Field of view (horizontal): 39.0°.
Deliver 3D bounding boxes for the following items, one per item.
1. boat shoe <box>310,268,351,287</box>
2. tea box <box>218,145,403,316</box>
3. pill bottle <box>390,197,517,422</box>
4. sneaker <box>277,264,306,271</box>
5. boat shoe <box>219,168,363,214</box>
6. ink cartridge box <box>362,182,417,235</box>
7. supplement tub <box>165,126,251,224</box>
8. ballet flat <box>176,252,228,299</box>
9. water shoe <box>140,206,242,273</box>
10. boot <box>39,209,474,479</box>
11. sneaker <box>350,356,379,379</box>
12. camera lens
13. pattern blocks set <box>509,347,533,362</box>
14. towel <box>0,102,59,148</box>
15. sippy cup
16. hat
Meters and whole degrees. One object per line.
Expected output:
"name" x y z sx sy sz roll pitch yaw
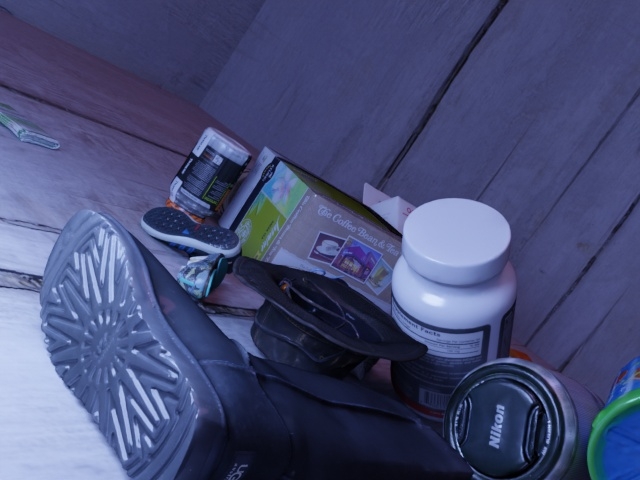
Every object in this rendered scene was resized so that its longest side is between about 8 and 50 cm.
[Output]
"boat shoe" -0.012 0.102 1.636 0.089 0.109 0.258 41 14 4
"tea box" 0.000 0.000 1.979 0.329 0.220 0.323 29 9 -30
"pill bottle" 0.225 0.122 1.541 0.210 0.363 0.210 -2 39 1
"sneaker" -0.023 0.111 1.777 0.192 0.064 0.086 23 22 -29
"boat shoe" -0.045 -0.058 2.229 0.500 0.187 0.156 19 4 -32
"ink cartridge box" 0.203 0.033 2.202 0.119 0.353 0.207 -18 -31 38
"supplement tub" -0.241 -0.133 1.912 0.117 0.190 0.117 34 7 -5
"ballet flat" -0.195 0.050 1.474 0.070 0.070 0.188 34 4 0
"water shoe" -0.234 0.005 1.608 0.203 0.080 0.073 20 46 22
"boot" -0.063 0.155 1.019 0.445 0.146 0.367 20 25 -45
"sneaker" 0.052 0.184 1.623 0.115 0.090 0.232 28 -2 10
"camera lens" 0.344 0.315 1.463 0.219 0.219 0.274 40 10 38
"pattern blocks set" 0.433 0.329 2.116 0.325 0.026 0.285 41 33 27
"towel" -0.582 -0.225 1.722 0.152 0.023 0.113 34 5 20
"sippy cup" 0.526 0.282 1.362 0.240 0.305 0.224 34 25 6
"hat" -0.006 0.151 1.386 0.331 0.134 0.331 25 9 -4
